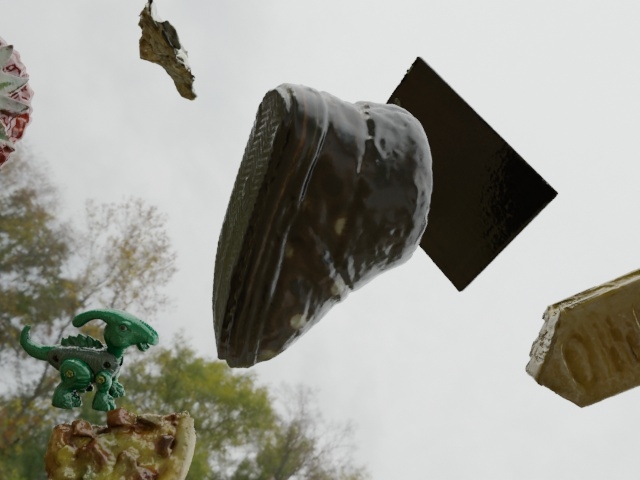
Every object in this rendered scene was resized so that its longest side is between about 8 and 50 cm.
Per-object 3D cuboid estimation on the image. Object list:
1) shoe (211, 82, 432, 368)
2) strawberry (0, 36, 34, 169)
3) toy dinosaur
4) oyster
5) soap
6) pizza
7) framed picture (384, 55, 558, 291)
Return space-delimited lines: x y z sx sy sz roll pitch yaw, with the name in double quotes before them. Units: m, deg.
"shoe" 0.000 0.000 0.834 0.171 0.237 0.384 -121 -134 -60
"strawberry" -0.417 -0.141 0.654 0.244 0.205 0.205 1 -61 44
"toy dinosaur" -0.227 0.109 0.623 0.132 0.059 0.096 10 -82 -3
"oyster" -0.266 -0.320 1.098 0.191 0.081 0.163 58 -6 -28
"soap" 0.448 0.157 1.009 0.080 0.257 0.160 7 59 -86
"pizza" -0.198 0.214 0.578 0.134 0.175 0.046 25 -36 10
"framed picture" 0.209 -0.112 1.112 0.339 0.014 0.255 51 -50 21
